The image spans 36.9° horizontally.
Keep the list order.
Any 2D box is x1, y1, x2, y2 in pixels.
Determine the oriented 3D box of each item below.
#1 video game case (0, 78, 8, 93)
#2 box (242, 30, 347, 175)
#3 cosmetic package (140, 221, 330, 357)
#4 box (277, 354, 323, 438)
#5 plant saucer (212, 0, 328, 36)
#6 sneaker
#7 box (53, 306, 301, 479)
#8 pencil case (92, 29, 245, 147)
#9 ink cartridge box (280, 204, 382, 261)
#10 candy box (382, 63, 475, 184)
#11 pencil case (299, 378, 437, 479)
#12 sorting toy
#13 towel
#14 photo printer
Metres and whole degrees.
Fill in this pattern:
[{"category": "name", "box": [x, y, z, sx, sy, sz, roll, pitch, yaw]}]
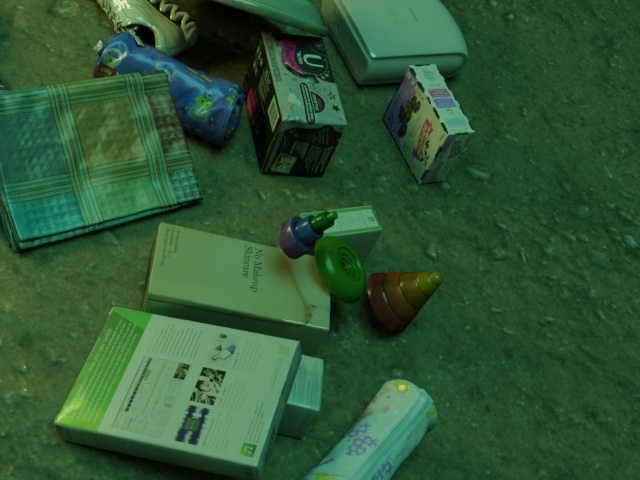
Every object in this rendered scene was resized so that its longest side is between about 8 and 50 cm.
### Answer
[{"category": "video game case", "box": [-0.663, -0.272, 1.727, 0.201, 0.023, 0.183, -6, 49, -43]}, {"category": "box", "box": [-0.054, -0.276, 1.932, 0.142, 0.163, 0.247, 1, 54, -22]}, {"category": "cosmetic package", "box": [-0.144, 0.090, 1.646, 0.309, 0.113, 0.160, 11, 50, -13]}, {"category": "box", "box": [-0.052, 0.251, 1.565, 0.087, 0.101, 0.102, 14, 48, -11]}, {"category": "plant saucer", "box": [-0.162, -0.526, 1.980, 0.400, 0.101, 0.400, 17, 11, -3]}, {"category": "sneaker", "box": [-0.399, -0.480, 1.995, 0.292, 0.110, 0.118, 36, 58, 7]}, {"category": "box", "box": [-0.213, 0.229, 1.475, 0.322, 0.058, 0.232, 10, 49, 11]}, {"category": "pencil case", "box": [-0.295, -0.301, 1.876, 0.306, 0.133, 0.119, 26, 20, -3]}, {"category": "ink cartridge box", "box": [0.000, 0.000, 1.777, 0.209, 0.109, 0.062, -9, 58, -27]}, {"category": "candy box", "box": [0.224, -0.245, 2.023, 0.070, 0.165, 0.196, -9, 58, -27]}, {"category": "pencil case", "box": [0.079, 0.341, 1.536, 0.113, 0.124, 0.273, 39, 49, 10]}, {"category": "sorting toy", "box": [0.089, 0.038, 1.664, 0.365, 0.126, 0.127, 33, 39, -40]}, {"category": "towel", "box": [-0.405, -0.154, 1.702, 0.370, 0.040, 0.271, -17, 90, -32]}, {"category": "photo printer", "box": [0.185, -0.483, 2.230, 0.307, 0.107, 0.256, -8, 58, -27]}]
